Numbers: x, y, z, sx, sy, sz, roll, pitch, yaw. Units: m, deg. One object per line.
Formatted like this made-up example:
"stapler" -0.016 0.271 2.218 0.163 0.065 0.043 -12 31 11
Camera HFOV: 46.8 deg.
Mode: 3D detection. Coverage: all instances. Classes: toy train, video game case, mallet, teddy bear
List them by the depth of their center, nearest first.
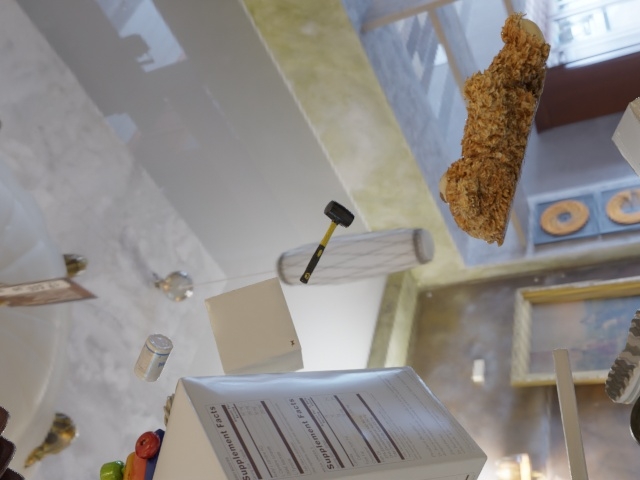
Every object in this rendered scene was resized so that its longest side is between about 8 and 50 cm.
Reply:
"teddy bear" 0.256 -0.166 1.091 0.245 0.113 0.338 -6 -71 -71
"toy train" -0.281 0.347 1.153 0.105 0.143 0.248 48 -153 -39
"mallet" 0.000 0.000 1.525 0.062 0.039 0.190 42 -113 -15
"video game case" 0.553 0.451 1.610 0.300 0.036 0.329 64 -156 -47

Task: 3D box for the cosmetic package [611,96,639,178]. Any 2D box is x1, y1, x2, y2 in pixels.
"cosmetic package" 0.714 -0.230 1.576 0.127 0.107 0.238 62 -171 17

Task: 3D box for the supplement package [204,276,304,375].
"supplement package" -0.167 0.248 1.920 0.263 0.199 0.198 90 162 -70

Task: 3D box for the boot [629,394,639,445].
"boot" 0.448 0.216 0.803 0.091 0.263 0.229 -122 14 -48

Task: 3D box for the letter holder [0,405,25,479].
"letter holder" -0.651 0.431 1.284 0.214 0.152 0.302 32 -154 -2

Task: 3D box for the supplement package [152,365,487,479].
"supplement package" -0.005 0.205 0.646 0.244 0.134 0.139 4 -64 -32

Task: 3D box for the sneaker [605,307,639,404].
"sneaker" 0.711 0.223 1.552 0.115 0.281 0.105 19 -161 -16

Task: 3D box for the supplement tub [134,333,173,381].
"supplement tub" -0.421 0.295 1.865 0.071 0.071 0.107 -27 -33 -62
